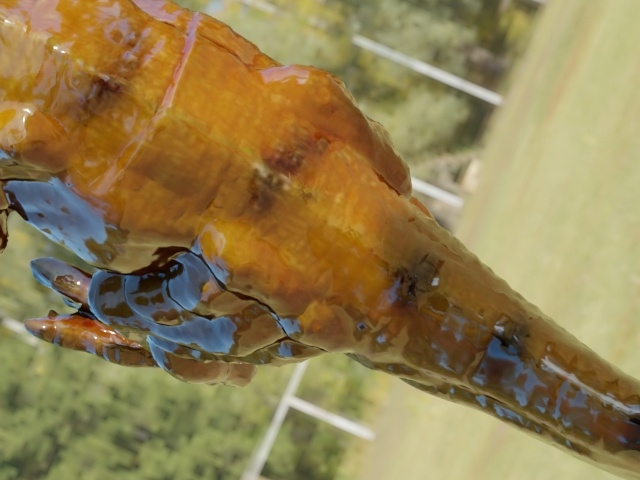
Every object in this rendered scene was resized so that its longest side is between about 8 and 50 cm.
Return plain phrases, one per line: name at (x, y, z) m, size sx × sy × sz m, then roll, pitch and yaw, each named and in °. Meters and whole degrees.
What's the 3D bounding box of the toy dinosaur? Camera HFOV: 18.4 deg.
toy dinosaur at (0.000, 0.000, 0.554) m, size 0.208 × 0.432 × 0.097 m, roll 115°, pitch 176°, yaw -80°
